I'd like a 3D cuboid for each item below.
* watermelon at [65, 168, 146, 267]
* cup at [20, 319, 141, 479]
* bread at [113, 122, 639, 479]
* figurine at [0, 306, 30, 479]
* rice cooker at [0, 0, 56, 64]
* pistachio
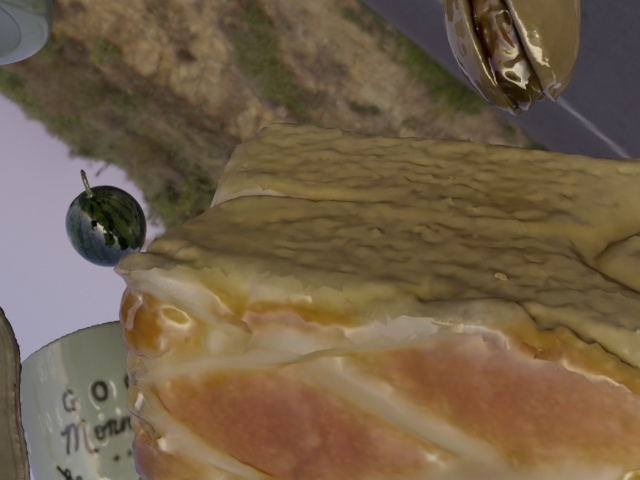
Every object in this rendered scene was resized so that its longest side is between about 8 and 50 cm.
[{"bbox_3d":[-0.386,-0.039,1.562,0.141,0.141,0.187,43,160,49],"label":"watermelon"},{"bbox_3d":[-0.149,0.209,0.872,0.186,0.258,0.234,99,151,-60],"label":"cup"},{"bbox_3d":[0.090,0.143,0.579,0.390,0.371,0.279,11,-152,20],"label":"bread"},{"bbox_3d":[-0.261,0.097,0.456,0.166,0.141,0.250,15,-147,-48],"label":"figurine"},{"bbox_3d":[-0.522,-0.419,1.253,0.335,0.325,0.335,1,163,0],"label":"rice cooker"},{"bbox_3d":[0.145,-0.169,0.670,0.113,0.149,0.113,-5,173,-1],"label":"pistachio"}]
